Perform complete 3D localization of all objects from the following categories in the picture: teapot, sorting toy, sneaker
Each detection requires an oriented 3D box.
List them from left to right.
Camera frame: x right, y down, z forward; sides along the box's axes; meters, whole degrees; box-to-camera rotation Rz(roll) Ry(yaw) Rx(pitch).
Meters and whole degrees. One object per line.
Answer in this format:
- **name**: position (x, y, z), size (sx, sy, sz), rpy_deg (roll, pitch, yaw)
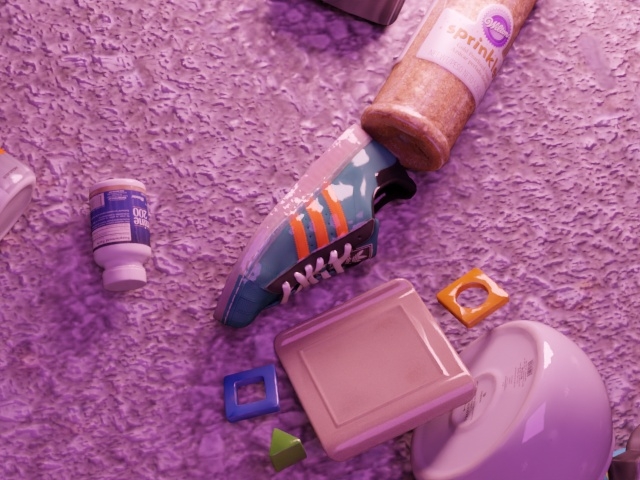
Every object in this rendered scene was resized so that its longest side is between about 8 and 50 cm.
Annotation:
- **sneaker**: position (0.000, 0.000, 1.523), size (0.121, 0.108, 0.302), rpy_deg (37, 68, 6)
- **sorting toy**: position (0.062, 0.149, 1.479), size (0.348, 0.047, 0.196), rpy_deg (-25, 45, -5)
- **teapot**: position (0.236, 0.223, 1.451), size (0.187, 0.252, 0.256), rpy_deg (37, 83, -19)

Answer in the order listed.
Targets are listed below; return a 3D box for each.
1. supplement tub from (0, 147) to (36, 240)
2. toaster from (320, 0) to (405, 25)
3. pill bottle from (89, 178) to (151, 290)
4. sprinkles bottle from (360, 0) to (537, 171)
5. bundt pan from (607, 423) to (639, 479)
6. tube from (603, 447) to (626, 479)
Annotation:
- **supplement tub**: position (-0.425, -0.080, 1.458), size (0.190, 0.117, 0.117), rpy_deg (35, 70, 0)
- **toaster**: position (0.048, -0.376, 1.651), size (0.168, 0.110, 0.185), rpy_deg (24, 70, -2)
- **pill bottle**: position (-0.230, -0.006, 1.500), size (0.067, 0.067, 0.120), rpy_deg (-4, 74, -12)
- **sprinkles bottle**: position (0.182, -0.256, 1.635), size (0.121, 0.121, 0.355), rpy_deg (31, 70, 0)
- **bundt pan**: position (0.445, 0.328, 1.474), size (0.331, 0.124, 0.330), rpy_deg (1, 87, -21)
- **tube**: position (0.391, 0.271, 1.552), size (0.207, 0.052, 0.080), rpy_deg (-11, 85, -19)
